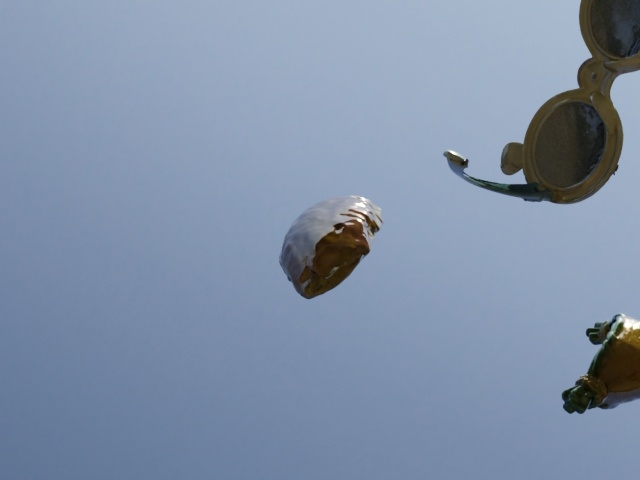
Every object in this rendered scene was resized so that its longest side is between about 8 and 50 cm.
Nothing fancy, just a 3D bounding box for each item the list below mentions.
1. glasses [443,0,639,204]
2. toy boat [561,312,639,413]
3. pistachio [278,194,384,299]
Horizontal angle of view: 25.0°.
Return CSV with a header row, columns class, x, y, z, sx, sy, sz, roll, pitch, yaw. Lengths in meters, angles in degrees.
class,x,y,z,sx,sy,sz,roll,pitch,yaw
glasses,0.162,-0.102,0.948,0.088,0.189,0.220,26,-162,16
toy boat,0.325,0.136,1.608,0.229,0.088,0.089,-44,-53,-67
pistachio,0.000,0.000,1.190,0.049,0.089,0.173,55,-161,-9
